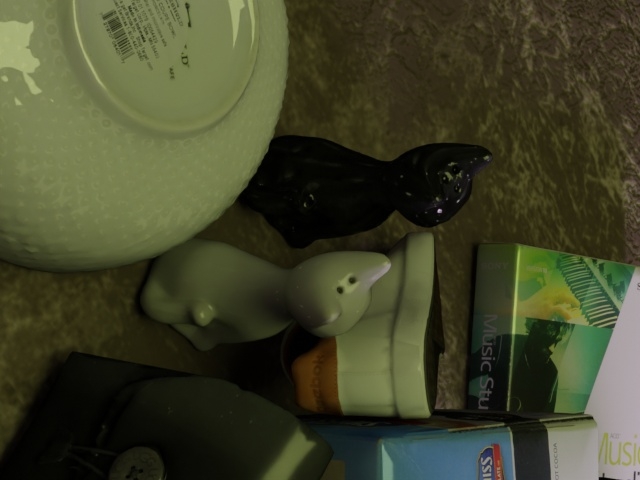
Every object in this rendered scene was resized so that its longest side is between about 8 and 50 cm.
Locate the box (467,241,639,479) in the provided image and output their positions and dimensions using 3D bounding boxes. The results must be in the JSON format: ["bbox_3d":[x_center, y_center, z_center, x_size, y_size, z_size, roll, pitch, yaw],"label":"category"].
[{"bbox_3d":[0.230,0.173,1.517,0.232,0.058,0.322,9,81,-42],"label":"box"}]

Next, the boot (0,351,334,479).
[{"bbox_3d":[-0.110,0.303,1.014,0.445,0.367,0.146,-57,153,-29],"label":"boot"}]

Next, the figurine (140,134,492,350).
[{"bbox_3d":[0.000,0.000,1.214,0.215,0.209,0.092,-47,118,-33],"label":"figurine"}]

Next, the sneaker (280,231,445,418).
[{"bbox_3d":[0.034,0.060,1.284,0.290,0.123,0.106,-58,142,-75],"label":"sneaker"}]

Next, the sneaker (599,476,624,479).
[{"bbox_3d":[0.246,0.285,1.424,0.135,0.097,0.276,-51,119,-28],"label":"sneaker"}]

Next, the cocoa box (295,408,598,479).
[{"bbox_3d":[0.056,0.305,1.231,0.228,0.231,0.347,1,87,-39],"label":"cocoa box"}]

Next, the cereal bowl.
[{"bbox_3d":[-0.145,-0.148,1.139,0.339,0.141,0.339,3,86,-43],"label":"cereal bowl"}]
